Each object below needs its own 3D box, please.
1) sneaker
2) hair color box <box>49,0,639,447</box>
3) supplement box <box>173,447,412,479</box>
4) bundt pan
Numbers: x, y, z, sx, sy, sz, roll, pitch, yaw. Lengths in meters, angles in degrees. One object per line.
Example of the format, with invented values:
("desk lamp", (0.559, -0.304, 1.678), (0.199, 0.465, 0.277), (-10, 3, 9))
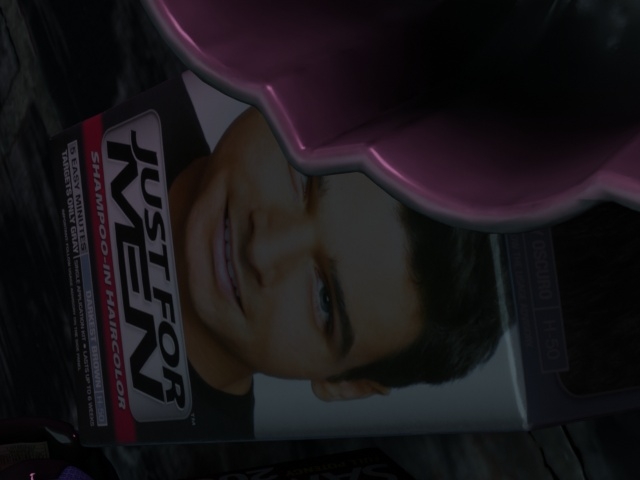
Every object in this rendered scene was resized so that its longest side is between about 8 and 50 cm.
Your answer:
("sneaker", (-0.164, 0.180, 0.851), (0.330, 0.129, 0.147), (145, 111, -72))
("hair color box", (0.000, 0.000, 0.669), (0.374, 0.113, 0.185), (-14, 82, 53))
("supplement box", (-0.027, 0.235, 0.714), (0.073, 0.130, 0.239), (36, 121, 47))
("bundt pan", (0.073, -0.175, 0.387), (0.331, 0.124, 0.331), (13, 112, 35))
